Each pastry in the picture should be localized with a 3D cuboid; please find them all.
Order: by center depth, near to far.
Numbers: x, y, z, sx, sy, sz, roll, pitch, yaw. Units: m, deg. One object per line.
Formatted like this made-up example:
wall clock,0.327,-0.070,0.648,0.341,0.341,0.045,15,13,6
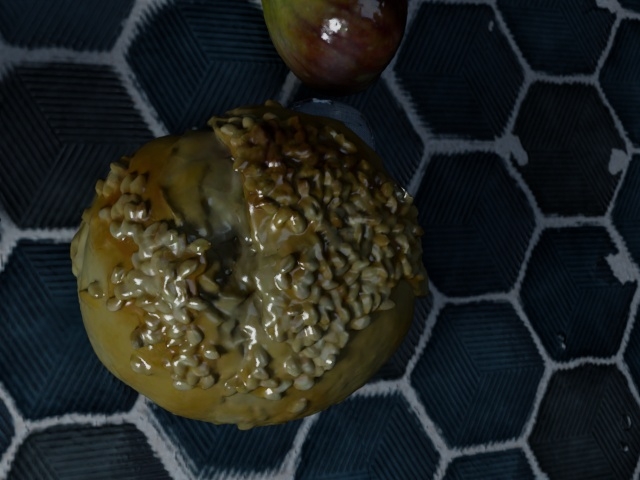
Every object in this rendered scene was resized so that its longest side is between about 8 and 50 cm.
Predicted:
pastry,-0.054,0.022,1.035,0.315,0.184,0.284,-9,91,-11

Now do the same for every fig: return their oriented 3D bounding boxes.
fig,-0.003,-0.254,1.164,0.143,0.160,0.231,-34,88,10

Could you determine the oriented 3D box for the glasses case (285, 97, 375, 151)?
glasses case,0.000,0.000,1.177,0.109,0.067,0.282,3,86,-25
